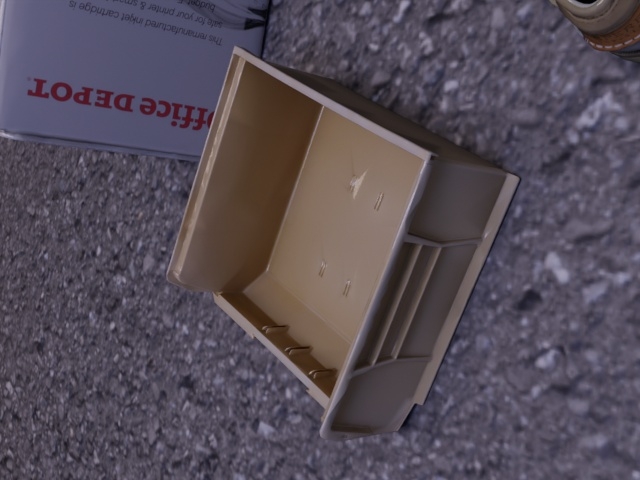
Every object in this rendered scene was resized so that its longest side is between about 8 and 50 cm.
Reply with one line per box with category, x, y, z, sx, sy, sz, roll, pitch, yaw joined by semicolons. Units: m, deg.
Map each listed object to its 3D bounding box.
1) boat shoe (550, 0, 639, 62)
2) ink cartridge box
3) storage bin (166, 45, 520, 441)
boat shoe;0.175;-0.270;0.578;0.113;0.103;0.302;-36;62;40
ink cartridge box;-0.206;-0.294;0.861;0.166;0.285;0.395;19;101;48
storage bin;0.000;0.000;0.740;0.262;0.123;0.260;36;114;42
